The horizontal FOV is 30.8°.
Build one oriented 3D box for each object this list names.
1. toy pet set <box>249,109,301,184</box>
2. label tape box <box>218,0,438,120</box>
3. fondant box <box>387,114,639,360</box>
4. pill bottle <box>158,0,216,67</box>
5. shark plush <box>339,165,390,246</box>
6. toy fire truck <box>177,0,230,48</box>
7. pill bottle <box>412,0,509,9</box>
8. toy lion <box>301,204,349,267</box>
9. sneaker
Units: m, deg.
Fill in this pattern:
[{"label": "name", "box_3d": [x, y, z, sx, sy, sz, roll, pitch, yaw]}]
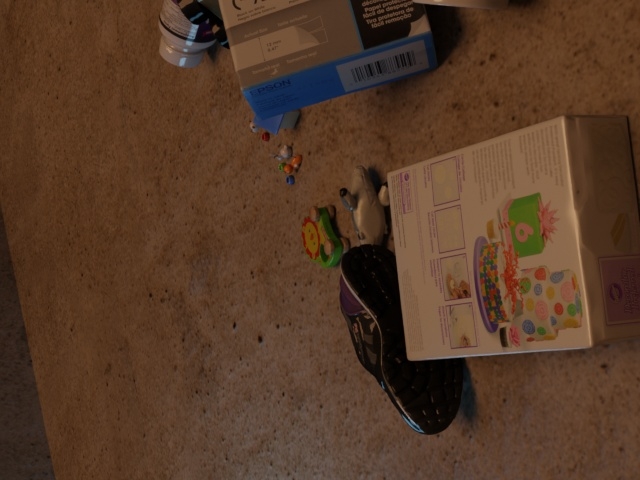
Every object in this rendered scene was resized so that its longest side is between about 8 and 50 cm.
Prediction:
[{"label": "toy pet set", "box_3d": [-0.079, -0.167, 1.826, 0.122, 0.065, 0.114, 59, 139, 38]}, {"label": "label tape box", "box_3d": [-0.013, -0.359, 1.514, 0.115, 0.249, 0.348, 54, -159, -72]}, {"label": "fondant box", "box_3d": [0.213, 0.008, 1.321, 0.330, 0.096, 0.238, -15, 80, 60]}, {"label": "pill bottle", "box_3d": [-0.217, -0.398, 1.998, 0.108, 0.108, 0.193, 61, 141, 37]}, {"label": "shark plush", "box_3d": [0.073, -0.024, 1.626, 0.067, 0.073, 0.161, -141, 31, -75]}, {"label": "toy fire truck", "box_3d": [-0.113, -0.425, 1.738, 0.158, 0.217, 0.246, -28, 60, 22]}, {"label": "pill bottle", "box_3d": [0.170, -0.400, 1.301, 0.152, 0.152, 0.272, 23, 113, 57]}, {"label": "toy lion", "box_3d": [0.000, 0.000, 1.746, 0.100, 0.034, 0.096, 66, 151, 30]}, {"label": "sneaker", "box_3d": [0.103, 0.147, 1.540, 0.124, 0.107, 0.283, 101, 154, -50]}]
